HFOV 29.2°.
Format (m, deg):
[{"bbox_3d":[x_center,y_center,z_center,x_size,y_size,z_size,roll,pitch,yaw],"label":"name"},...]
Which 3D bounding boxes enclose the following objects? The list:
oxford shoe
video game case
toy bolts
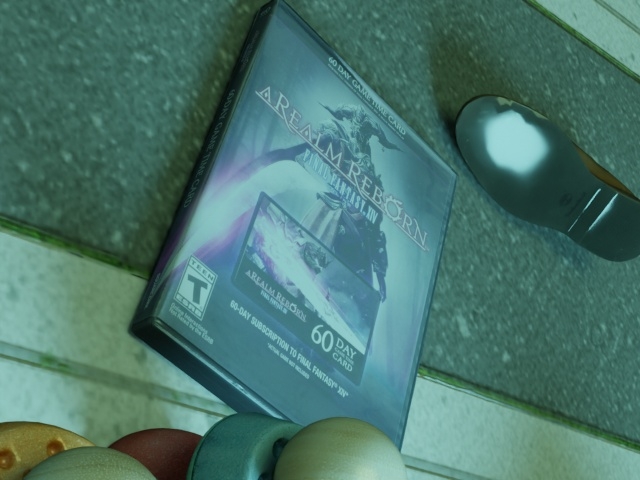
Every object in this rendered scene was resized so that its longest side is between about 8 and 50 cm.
[{"bbox_3d":[0.178,-0.056,0.986,0.212,0.076,0.076,33,19,-31],"label":"oxford shoe"},{"bbox_3d":[0.000,0.000,0.773,0.196,0.026,0.274,41,46,-28],"label":"video game case"},{"bbox_3d":[-0.057,0.159,0.519,0.228,0.158,0.218,-22,88,-51],"label":"toy bolts"}]
